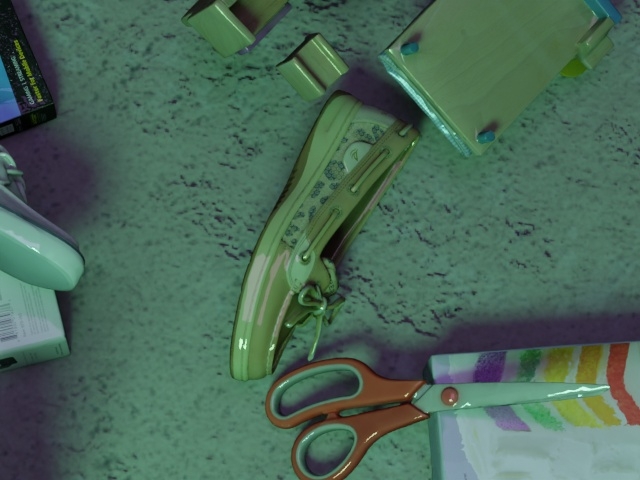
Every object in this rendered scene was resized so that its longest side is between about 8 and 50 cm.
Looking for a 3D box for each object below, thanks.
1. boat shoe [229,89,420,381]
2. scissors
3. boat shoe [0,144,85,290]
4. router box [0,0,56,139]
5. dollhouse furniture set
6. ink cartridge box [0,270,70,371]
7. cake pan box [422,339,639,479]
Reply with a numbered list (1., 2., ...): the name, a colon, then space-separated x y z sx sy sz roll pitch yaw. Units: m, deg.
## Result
1. boat shoe: 0.000 0.000 1.548 0.089 0.104 0.285 21 72 6
2. scissors: 0.091 0.125 1.493 0.297 0.021 0.109 -21 69 18
3. boat shoe: -0.295 -0.048 1.492 0.258 0.095 0.084 29 67 15
4. router box: -0.335 -0.171 1.610 0.133 0.046 0.178 -23 75 -10
5. dollhouse furniture set: 0.066 -0.185 1.610 0.303 0.198 0.286 46 74 -13
6. ink cartridge box: -0.304 0.060 1.530 0.151 0.063 0.109 -13 73 -8
7. cake pan box: 0.221 0.222 1.513 0.246 0.070 0.266 -3 73 -3
